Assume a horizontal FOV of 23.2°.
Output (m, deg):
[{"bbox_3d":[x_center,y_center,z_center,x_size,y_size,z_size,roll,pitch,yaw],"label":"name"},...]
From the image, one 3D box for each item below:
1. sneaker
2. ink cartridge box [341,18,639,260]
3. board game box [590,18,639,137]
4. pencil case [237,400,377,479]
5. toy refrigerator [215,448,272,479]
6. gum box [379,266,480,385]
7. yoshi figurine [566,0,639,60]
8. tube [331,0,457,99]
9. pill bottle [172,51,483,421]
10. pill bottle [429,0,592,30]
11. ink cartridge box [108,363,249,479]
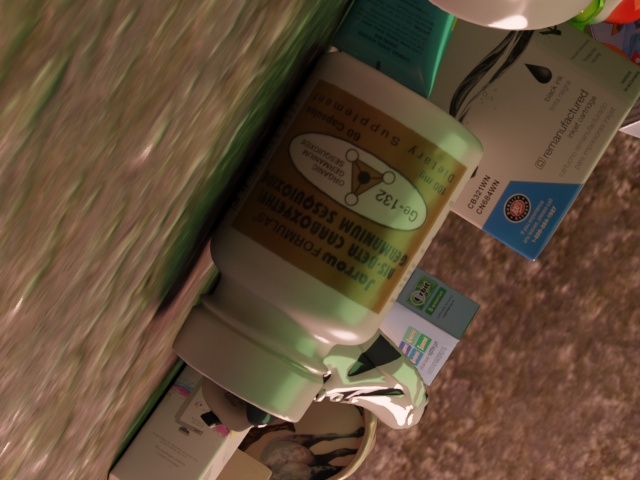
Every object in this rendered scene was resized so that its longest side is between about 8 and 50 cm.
[{"bbox_3d":[-0.021,0.110,1.250,0.153,0.094,0.235,-45,132,-10],"label":"sneaker"},{"bbox_3d":[0.114,-0.105,1.145,0.148,0.203,0.086,-62,171,29],"label":"ink cartridge box"},{"bbox_3d":[0.410,-0.305,1.556,0.318,0.318,0.066,-20,163,31],"label":"board game box"},{"bbox_3d":[-0.025,0.192,1.730,0.410,0.183,0.160,57,36,-84],"label":"pencil case"},{"bbox_3d":[-0.154,0.288,1.375,0.269,0.102,0.094,-53,172,-49],"label":"toy refrigerator"},{"bbox_3d":[0.041,0.046,1.382,0.041,0.184,0.157,-57,174,-19],"label":"gum box"},{"bbox_3d":[0.166,-0.222,1.293,0.203,0.203,0.362,2,114,-52],"label":"yoshi figurine"},{"bbox_3d":[0.079,-0.200,1.021,0.052,0.080,0.207,-13,133,-58],"label":"tube"},{"bbox_3d":[0.000,0.000,1.058,0.229,0.131,0.131,-59,174,1],"label":"pill bottle"},{"bbox_3d":[0.124,-0.238,0.746,0.160,0.160,0.283,-55,173,-32],"label":"pill bottle"},{"bbox_3d":[-0.100,0.153,1.317,0.198,0.067,0.115,-55,173,-28],"label":"ink cartridge box"}]
